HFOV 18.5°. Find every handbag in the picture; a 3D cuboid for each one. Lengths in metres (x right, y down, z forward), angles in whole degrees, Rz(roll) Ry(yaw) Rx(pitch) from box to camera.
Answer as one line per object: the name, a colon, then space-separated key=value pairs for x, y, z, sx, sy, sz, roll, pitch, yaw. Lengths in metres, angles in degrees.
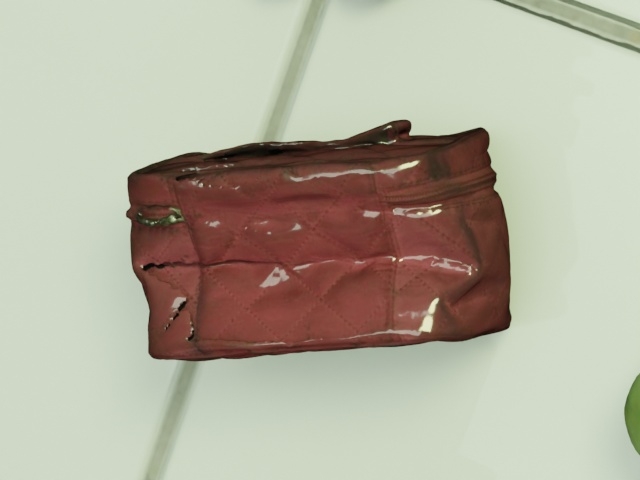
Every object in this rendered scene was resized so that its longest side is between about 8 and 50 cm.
handbag: x=0.000 y=0.000 z=1.164 sx=0.225 sy=0.146 sz=0.135 roll=-3 pitch=96 yaw=22

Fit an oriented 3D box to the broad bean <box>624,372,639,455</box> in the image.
broad bean: x=0.262 y=0.136 z=1.092 sx=0.169 sy=0.100 sz=0.228 roll=-14 pitch=98 yaw=30
